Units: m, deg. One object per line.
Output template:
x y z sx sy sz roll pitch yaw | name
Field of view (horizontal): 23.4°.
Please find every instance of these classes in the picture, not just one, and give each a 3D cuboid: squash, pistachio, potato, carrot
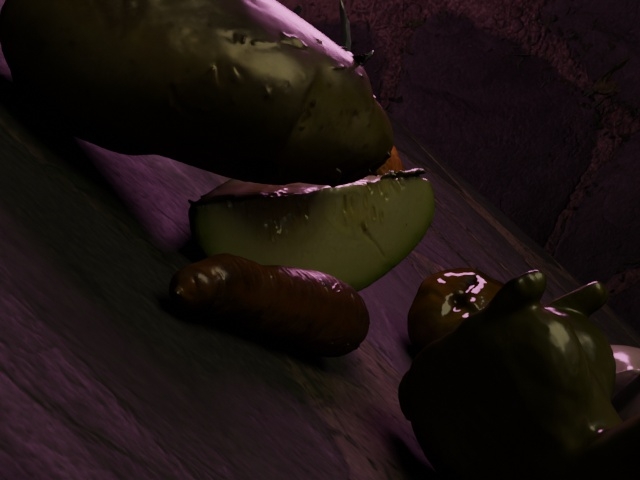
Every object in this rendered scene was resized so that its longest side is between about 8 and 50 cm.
0.000 0.000 1.172 0.252 0.170 0.093 -53 142 -81 | squash
0.144 0.076 1.466 0.110 0.100 0.189 53 14 26 | pistachio
-0.082 -0.122 1.100 0.296 0.141 0.191 21 18 -19 | potato
-0.034 0.040 1.032 0.059 0.059 0.248 49 13 26 | carrot

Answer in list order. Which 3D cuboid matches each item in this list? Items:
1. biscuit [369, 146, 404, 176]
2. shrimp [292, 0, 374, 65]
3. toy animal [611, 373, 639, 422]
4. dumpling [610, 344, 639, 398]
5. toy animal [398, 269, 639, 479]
0.011 -0.137 1.869 0.213 0.091 0.274 33 12 -41 | biscuit
-0.075 -0.170 1.500 0.411 0.166 0.221 6 39 -55 | shrimp
0.328 0.246 1.309 0.249 0.174 0.289 53 4 -24 | toy animal
0.256 0.159 1.472 0.167 0.126 0.216 6 6 -19 | dumpling
0.218 0.184 1.070 0.363 0.180 0.181 48 9 16 | toy animal
